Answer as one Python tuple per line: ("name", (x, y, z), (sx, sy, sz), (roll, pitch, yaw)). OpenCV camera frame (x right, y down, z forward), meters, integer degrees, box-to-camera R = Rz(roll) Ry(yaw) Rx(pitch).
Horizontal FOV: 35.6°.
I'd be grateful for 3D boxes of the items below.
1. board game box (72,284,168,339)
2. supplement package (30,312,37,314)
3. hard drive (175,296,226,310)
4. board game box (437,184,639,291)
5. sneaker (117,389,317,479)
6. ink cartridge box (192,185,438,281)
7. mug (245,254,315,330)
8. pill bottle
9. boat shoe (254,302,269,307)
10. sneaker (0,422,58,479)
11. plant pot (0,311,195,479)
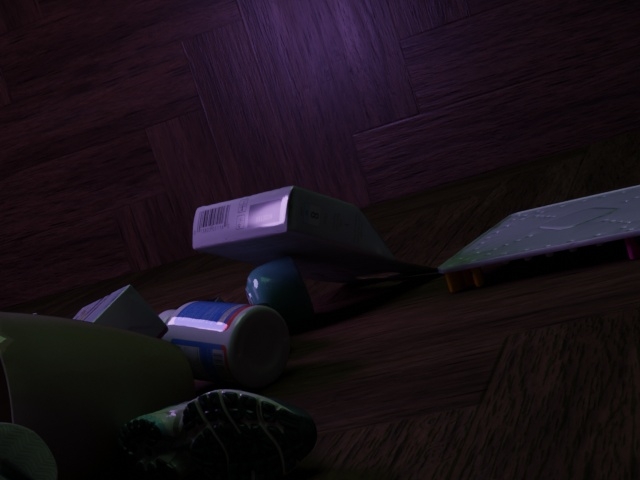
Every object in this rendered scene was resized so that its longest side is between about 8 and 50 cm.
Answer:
("board game box", (-0.382, 0.195, 1.548), (0.224, 0.097, 0.303), (-46, 13, -25))
("supplement package", (-0.708, 0.248, 2.118), (0.139, 0.134, 0.244), (-16, -1, 17))
("hard drive", (-0.282, 0.178, 2.040), (0.172, 0.054, 0.255), (-17, 7, 9))
("board game box", (0.452, -0.017, 1.729), (0.390, 0.050, 0.390), (-13, 8, 33))
("sneaker", (-0.106, 0.210, 1.139), (0.283, 0.110, 0.122), (-12, 6, 39))
("ink cartridge box", (0.000, 0.000, 1.877), (0.385, 0.091, 0.308), (14, -15, -37))
("mug", (-0.075, 0.114, 1.808), (0.097, 0.158, 0.129), (-21, 32, -10))
("pill bottle", (-0.162, 0.155, 1.527), (0.221, 0.124, 0.124), (2, 19, 45))
("boat shoe", (-0.156, 0.152, 1.749), (0.112, 0.096, 0.335), (-22, 8, -29))
("sneaker", (-0.379, 0.326, 0.921), (0.315, 0.127, 0.182), (-49, -1, -43))
("plant pot", (-0.308, 0.207, 1.267), (0.274, 0.257, 0.256), (-2, -5, -39))
